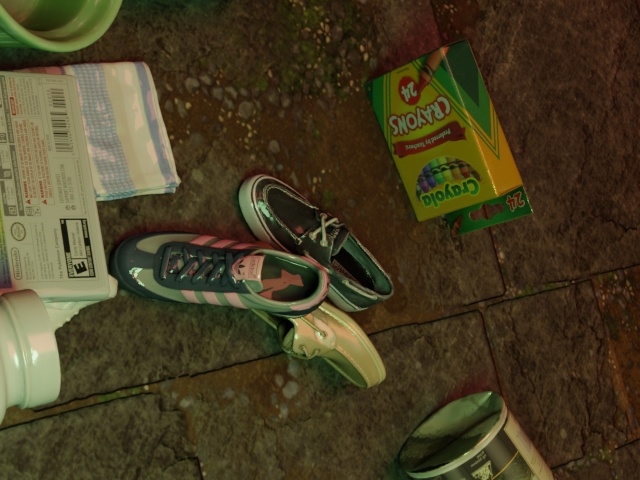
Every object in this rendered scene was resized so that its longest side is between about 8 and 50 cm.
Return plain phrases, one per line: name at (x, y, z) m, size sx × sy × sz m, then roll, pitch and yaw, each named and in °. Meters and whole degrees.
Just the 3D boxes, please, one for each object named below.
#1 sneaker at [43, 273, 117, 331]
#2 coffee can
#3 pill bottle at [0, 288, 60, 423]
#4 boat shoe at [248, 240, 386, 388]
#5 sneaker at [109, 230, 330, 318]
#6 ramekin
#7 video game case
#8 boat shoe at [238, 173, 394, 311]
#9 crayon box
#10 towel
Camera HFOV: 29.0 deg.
sneaker at (-0.377, 0.098, 1.649) m, size 0.232 × 0.090 × 0.115 m, roll -9°, pitch 90°, yaw -32°
coffee can at (0.286, 0.415, 2.023) m, size 0.275 × 0.201 × 0.201 m, roll 55°, pitch 51°, yaw -13°
pill bottle at (-0.482, 0.157, 1.423) m, size 0.334 × 0.188 × 0.187 m, roll -12°, pitch 85°, yaw -28°
boat shoe at (-0.027, 0.135, 1.909) m, size 0.302 × 0.109 × 0.098 m, roll 45°, pitch 63°, yaw -12°
sneaker at (-0.138, 0.038, 1.771) m, size 0.319 × 0.131 × 0.112 m, roll 7°, pitch 77°, yaw -14°
ramekin at (-0.410, -0.399, 1.655) m, size 0.303 × 0.148 × 0.303 m, roll 0°, pitch 90°, yaw -58°
video game case at (-0.441, -0.073, 1.601) m, size 0.300 × 0.036 × 0.329 m, roll -1°, pitch 68°, yaw -31°
boat shoe at (0.000, 0.000, 1.967) m, size 0.301 × 0.102 × 0.108 m, roll 47°, pitch 53°, yaw -20°
crayon box at (0.220, -0.162, 2.130) m, size 0.081 × 0.202 × 0.318 m, roll -25°, pitch 93°, yaw -41°
towel at (-0.342, -0.155, 1.773) m, size 0.285 × 0.034 × 0.209 m, roll -11°, pitch 84°, yaw -41°
